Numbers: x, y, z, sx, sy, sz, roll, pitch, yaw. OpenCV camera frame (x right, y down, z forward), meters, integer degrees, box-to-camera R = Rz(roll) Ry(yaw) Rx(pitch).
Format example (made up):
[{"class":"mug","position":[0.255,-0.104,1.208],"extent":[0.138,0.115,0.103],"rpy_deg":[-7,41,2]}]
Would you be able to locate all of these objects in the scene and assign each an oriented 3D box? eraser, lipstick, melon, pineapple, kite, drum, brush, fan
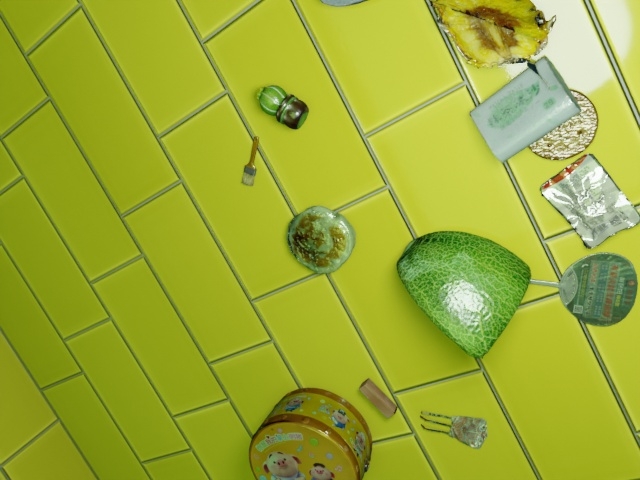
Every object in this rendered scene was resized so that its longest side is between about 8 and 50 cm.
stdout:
[{"class":"eraser","position":[0.521,-0.334,1.433],"extent":[0.227,0.081,0.174],"rpy_deg":[-36,70,35]},{"class":"lipstick","position":[0.202,0.551,1.943],"extent":[0.145,0.045,0.045],"rpy_deg":[45,121,0]},{"class":"melon","position":[0.390,0.124,1.626],"extent":[0.343,0.226,0.331],"rpy_deg":[33,80,7]},{"class":"pineapple","position":[0.453,-0.523,1.396],"extent":[0.334,0.161,0.158],"rpy_deg":[27,147,31]},{"class":"kite","position":[0.450,0.639,1.895],"extent":[0.229,0.016,0.127],"rpy_deg":[7,109,19]},{"class":"drum","position":[-0.029,0.766,2.024],"extent":[0.431,0.214,0.431],"rpy_deg":[7,112,18]},{"class":"brush","position":[-0.224,-0.261,1.827],"extent":[0.043,0.014,0.170],"rpy_deg":[21,115,12]},{"class":"fan","position":[0.755,0.157,1.594],"extent":[0.294,0.012,0.223],"rpy_deg":[-24,100,27]}]

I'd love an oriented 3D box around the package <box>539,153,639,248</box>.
[{"class":"package","position":[0.724,-0.101,1.497],"extent":[0.166,0.040,0.232],"rpy_deg":[-41,83,26]}]

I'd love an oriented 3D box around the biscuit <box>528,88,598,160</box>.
[{"class":"biscuit","position":[0.625,-0.303,1.461],"extent":[0.187,0.027,0.188],"rpy_deg":[9,113,21]}]

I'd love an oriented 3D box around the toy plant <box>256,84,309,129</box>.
[{"class":"toy plant","position":[-0.119,-0.409,1.685],"extent":[0.162,0.093,0.093],"rpy_deg":[34,118,7]}]

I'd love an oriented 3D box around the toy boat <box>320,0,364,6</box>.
[{"class":"toy boat","position":[0.125,-0.710,1.481],"extent":[0.283,0.078,0.127],"rpy_deg":[-22,101,27]}]

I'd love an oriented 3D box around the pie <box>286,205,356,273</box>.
[{"class":"pie","position":[0.000,0.000,1.814],"extent":[0.240,0.054,0.240],"rpy_deg":[8,111,21]}]
